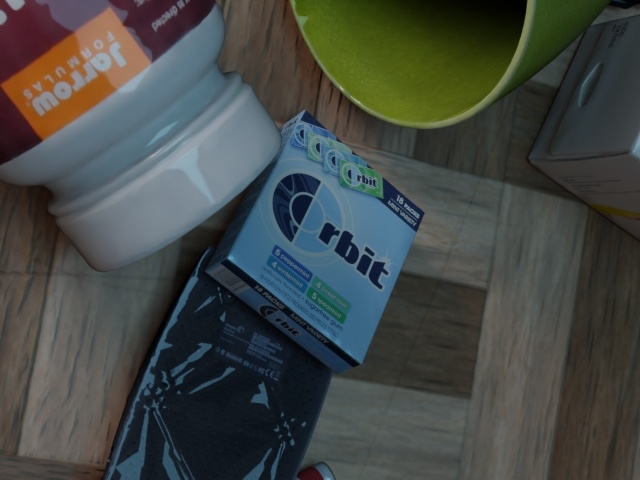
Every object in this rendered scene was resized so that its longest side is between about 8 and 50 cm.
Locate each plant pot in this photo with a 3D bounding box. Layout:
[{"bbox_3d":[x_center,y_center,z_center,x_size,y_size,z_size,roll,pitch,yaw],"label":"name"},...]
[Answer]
[{"bbox_3d":[0.166,-0.268,1.240,0.294,0.275,0.274,-23,100,-42],"label":"plant pot"}]

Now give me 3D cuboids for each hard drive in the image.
[{"bbox_3d":[-0.090,0.151,1.192,0.172,0.054,0.254,27,76,-25],"label":"hard drive"}]

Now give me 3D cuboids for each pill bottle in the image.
[{"bbox_3d":[-0.214,-0.183,1.035,0.224,0.224,0.392,-42,107,-22],"label":"pill bottle"}]

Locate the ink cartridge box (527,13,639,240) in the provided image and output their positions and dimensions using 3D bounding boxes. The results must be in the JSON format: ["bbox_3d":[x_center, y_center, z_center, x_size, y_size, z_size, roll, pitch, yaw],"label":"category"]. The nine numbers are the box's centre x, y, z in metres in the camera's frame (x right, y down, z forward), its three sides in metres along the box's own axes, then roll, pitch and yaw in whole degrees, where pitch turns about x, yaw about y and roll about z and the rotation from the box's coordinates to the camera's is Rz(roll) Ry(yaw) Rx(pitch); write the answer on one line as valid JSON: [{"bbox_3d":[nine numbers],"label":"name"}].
[{"bbox_3d":[0.370,-0.100,1.377,0.233,0.168,0.171,31,76,-24],"label":"ink cartridge box"}]

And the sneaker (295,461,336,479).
[{"bbox_3d":[-0.006,0.270,1.242,0.067,0.042,0.118,-20,91,-31],"label":"sneaker"}]

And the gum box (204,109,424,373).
[{"bbox_3d":[0.000,0.000,1.215,0.157,0.041,0.184,39,53,-19],"label":"gum box"}]

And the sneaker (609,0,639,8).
[{"bbox_3d":[0.283,-0.319,1.384,0.217,0.079,0.121,32,73,-25],"label":"sneaker"}]
